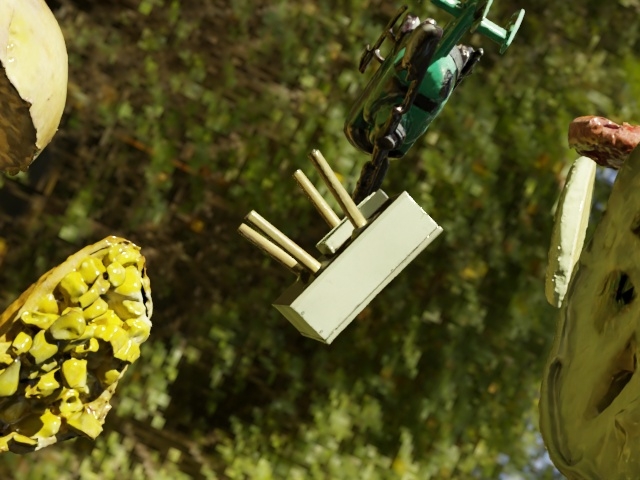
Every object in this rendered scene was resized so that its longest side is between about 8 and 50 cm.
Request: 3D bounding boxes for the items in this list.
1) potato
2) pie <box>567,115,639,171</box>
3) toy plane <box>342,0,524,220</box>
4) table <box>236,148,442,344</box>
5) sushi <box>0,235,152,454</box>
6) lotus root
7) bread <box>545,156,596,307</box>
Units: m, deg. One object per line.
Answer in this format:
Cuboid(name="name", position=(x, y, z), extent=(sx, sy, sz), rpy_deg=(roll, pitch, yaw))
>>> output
Cuboid(name="potato", position=(-0.164, -0.109, 0.715), extent=(0.172, 0.101, 0.089), rpy_deg=(99, 15, -51))
Cuboid(name="pie", position=(0.294, -0.076, 1.331), extent=(0.154, 0.154, 0.036), rpy_deg=(-163, -85, -81))
Cuboid(name="toy plane", position=(0.100, -0.161, 1.432), extent=(0.381, 0.106, 0.155), rpy_deg=(-50, -168, 53))
Cuboid(name="table", position=(0.000, 0.000, 1.177), extent=(0.121, 0.111, 0.240), rpy_deg=(-44, -178, -6))
Cuboid(name="sushi", position=(-0.277, 0.127, 1.512), extent=(0.296, 0.167, 0.179), rpy_deg=(-39, -144, 0))
Cuboid(name="lotus root", position=(0.180, 0.024, 0.627), extent=(0.183, 0.078, 0.203), rpy_deg=(-33, -146, 60))
Cuboid(name="bread", position=(0.268, -0.029, 1.572), extent=(0.193, 0.036, 0.112), rpy_deg=(-66, 161, -48))
